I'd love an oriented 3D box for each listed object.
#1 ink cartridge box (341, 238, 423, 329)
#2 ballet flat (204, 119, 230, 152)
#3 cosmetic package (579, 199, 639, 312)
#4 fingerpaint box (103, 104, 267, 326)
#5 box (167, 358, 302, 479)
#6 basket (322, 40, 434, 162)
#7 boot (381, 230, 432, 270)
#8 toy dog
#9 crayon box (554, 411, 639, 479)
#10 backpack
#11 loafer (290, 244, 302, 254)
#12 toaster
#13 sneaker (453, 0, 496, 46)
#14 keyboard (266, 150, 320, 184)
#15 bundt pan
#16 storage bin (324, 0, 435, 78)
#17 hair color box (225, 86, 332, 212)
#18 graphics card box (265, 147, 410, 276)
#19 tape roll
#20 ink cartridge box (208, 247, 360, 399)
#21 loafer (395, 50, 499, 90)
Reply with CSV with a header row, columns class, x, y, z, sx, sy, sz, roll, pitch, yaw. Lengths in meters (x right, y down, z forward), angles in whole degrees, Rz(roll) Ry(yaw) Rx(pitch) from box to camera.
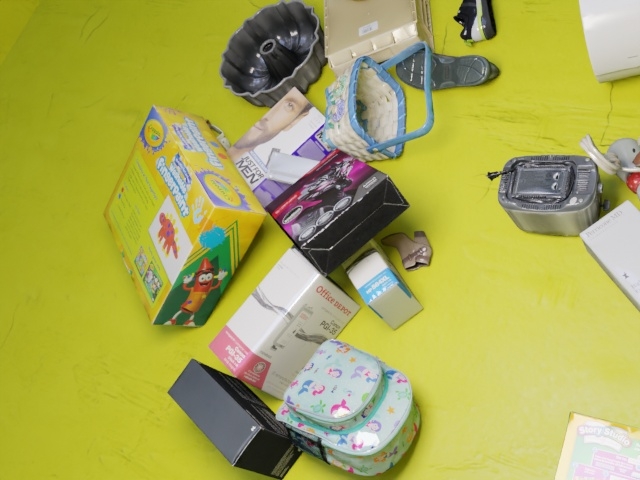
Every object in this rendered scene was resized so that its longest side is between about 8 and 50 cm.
class,x,y,z,sx,sy,sz,roll,pitch,yaw
ink cartridge box,0.117,0.073,1.638,0.086,0.148,0.203,-38,51,8
ballet flat,-0.299,-0.279,2.148,0.073,0.080,0.232,-35,51,-8
cosmetic package,0.598,0.048,1.394,0.117,0.085,0.231,-37,52,9
fingerpaint box,-0.361,-0.066,1.930,0.371,0.163,0.445,-59,45,25
box,-0.182,0.385,1.630,0.261,0.184,0.103,34,85,40
basket,0.145,-0.318,1.805,0.289,0.201,0.255,-19,54,34
boot,0.192,0.026,1.690,0.118,0.042,0.087,-13,60,26
toy dog,0.653,-0.113,1.379,0.161,0.220,0.334,-45,53,23
crayon box,0.534,0.400,1.237,0.278,0.081,0.165,8,69,35
backpack,0.064,0.332,1.499,0.253,0.191,0.225,22,55,31
loafer,0.000,0.000,1.808,0.251,0.087,0.094,-54,23,-19
toaster,0.458,-0.087,1.516,0.227,0.146,0.129,2,65,32
sneaker,0.375,-0.590,1.891,0.097,0.084,0.235,-16,57,26
keyboard,-0.006,-0.161,1.864,0.256,0.014,0.072,14,79,11
bundt pan,-0.118,-0.509,2.130,0.330,0.124,0.331,-15,57,24
storage bin,0.152,-0.563,1.992,0.262,0.123,0.260,-15,58,24
hair color box,-0.125,-0.221,1.985,0.339,0.110,0.185,-42,50,3
graphics card box,0.023,-0.074,1.653,0.232,0.094,0.371,-39,23,-2
tape roll,0.638,-0.461,1.550,0.169,0.246,0.246,-8,60,28
ink cartridge box,-0.074,0.186,1.657,0.283,0.207,0.117,-50,51,-1
loafer,0.310,-0.412,1.850,0.267,0.084,0.096,15,104,41
